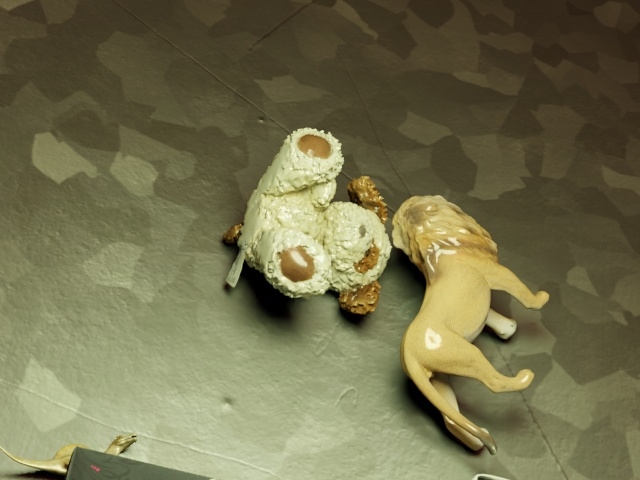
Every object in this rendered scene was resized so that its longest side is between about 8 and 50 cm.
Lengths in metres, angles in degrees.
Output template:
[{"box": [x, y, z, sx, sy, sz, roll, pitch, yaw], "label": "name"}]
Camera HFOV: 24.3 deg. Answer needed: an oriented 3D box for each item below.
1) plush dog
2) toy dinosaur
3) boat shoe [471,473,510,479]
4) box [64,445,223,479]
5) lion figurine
[{"box": [0.000, 0.000, 2.170, 0.225, 0.210, 0.263, 20, 61, -26], "label": "plush dog"}, {"box": [-0.310, 0.287, 1.875, 0.183, 0.053, 0.092, -4, 35, -32], "label": "toy dinosaur"}, {"box": [0.293, 0.372, 1.980, 0.226, 0.076, 0.083, 15, 47, -6], "label": "boat shoe"}, {"box": [-0.187, 0.374, 1.764, 0.270, 0.143, 0.165, 13, 46, -7], "label": "box"}, {"box": [0.187, 0.107, 2.113, 0.240, 0.142, 0.392, 35, 37, -15], "label": "lion figurine"}]
